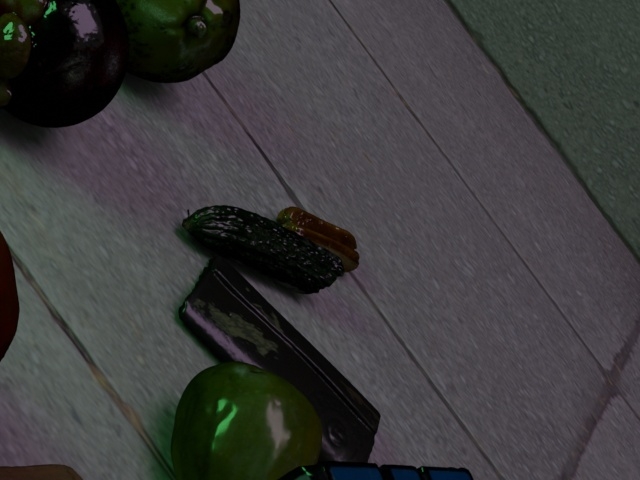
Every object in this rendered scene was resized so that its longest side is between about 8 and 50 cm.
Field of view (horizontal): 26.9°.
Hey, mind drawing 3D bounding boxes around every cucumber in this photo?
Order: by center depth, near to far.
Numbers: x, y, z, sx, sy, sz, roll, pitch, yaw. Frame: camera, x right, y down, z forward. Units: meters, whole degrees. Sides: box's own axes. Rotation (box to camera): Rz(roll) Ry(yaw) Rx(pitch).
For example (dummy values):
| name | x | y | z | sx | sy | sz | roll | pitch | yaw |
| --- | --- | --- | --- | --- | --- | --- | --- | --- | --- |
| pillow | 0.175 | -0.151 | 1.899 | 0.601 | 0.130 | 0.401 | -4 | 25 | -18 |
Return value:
| name | x | y | z | sx | sy | sz | roll | pitch | yaw |
| --- | --- | --- | --- | --- | --- | --- | --- | --- | --- |
| cucumber | -0.079 | 0.006 | 1.833 | 0.265 | 0.077 | 0.077 | 30 | 34 | -41 |

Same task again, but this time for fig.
| name | x | y | z | sx | sy | sz | roll | pitch | yaw |
| --- | --- | --- | --- | --- | --- | --- | --- | --- | --- |
| fig | -0.081 | 0.233 | 1.456 | 0.167 | 0.167 | 0.233 | 42 | 21 | -21 |

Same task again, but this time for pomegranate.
| name | x | y | z | sx | sy | sz | roll | pitch | yaw |
| --- | --- | --- | --- | --- | --- | --- | --- | --- | --- |
| pomegranate | -0.221 | -0.351 | 1.889 | 0.277 | 0.203 | 0.222 | -90 | 159 | -47 |

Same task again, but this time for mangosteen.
| name | x | y | z | sx | sy | sz | roll | pitch | yaw |
| --- | --- | --- | --- | --- | --- | --- | --- | --- | --- |
| mangosteen | -0.327 | -0.233 | 1.591 | 0.210 | 0.210 | 0.210 | 39 | 29 | -27 |

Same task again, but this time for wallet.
| name | x | y | z | sx | sy | sz | roll | pitch | yaw |
| --- | --- | --- | --- | --- | --- | --- | --- | --- | --- |
| wallet | -0.046 | 0.161 | 1.730 | 0.321 | 0.044 | 0.170 | 48 | 28 | -10 |

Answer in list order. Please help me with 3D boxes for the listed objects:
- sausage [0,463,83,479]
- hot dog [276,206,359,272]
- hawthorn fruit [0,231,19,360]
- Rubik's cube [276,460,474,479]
| name | x | y | z | sx | sy | sz | roll | pitch | yaw |
| --- | --- | --- | --- | --- | --- | --- | --- | --- | --- |
| sausage | -0.325 | 0.224 | 1.178 | 0.301 | 0.066 | 0.066 | 13 | 46 | -50 |
| hot dog | 0.000 | 0.000 | 2.002 | 0.165 | 0.045 | 0.071 | 26 | 35 | -43 |
| hawthorn fruit | -0.363 | 0.046 | 1.180 | 0.215 | 0.215 | 0.249 | 58 | 28 | 11 |
| Rubik's cube | 0.022 | 0.396 | 1.279 | 0.288 | 0.293 | 0.283 | 12 | 45 | -51 |
